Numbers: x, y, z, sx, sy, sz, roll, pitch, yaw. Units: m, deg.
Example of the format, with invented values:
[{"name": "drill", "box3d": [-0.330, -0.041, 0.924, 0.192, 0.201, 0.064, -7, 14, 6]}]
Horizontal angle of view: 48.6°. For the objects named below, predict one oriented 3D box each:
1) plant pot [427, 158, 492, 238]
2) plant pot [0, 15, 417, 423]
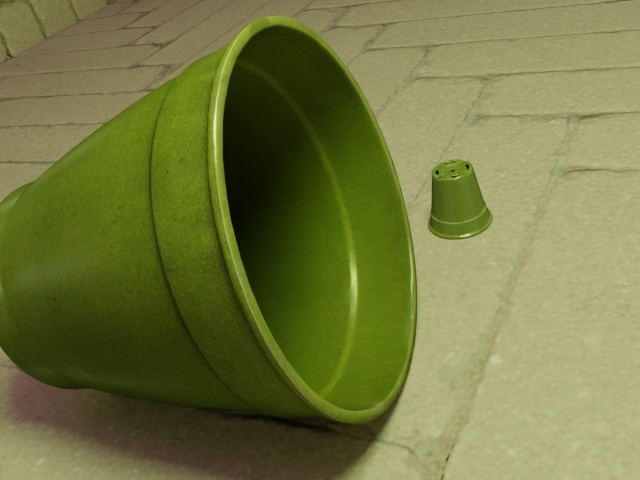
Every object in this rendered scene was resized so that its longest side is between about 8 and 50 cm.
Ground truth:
[{"name": "plant pot", "box3d": [0.171, -0.057, 0.899, 0.083, 0.079, 0.083, -12, 33, 8]}, {"name": "plant pot", "box3d": [-0.134, 0.014, 0.720, 0.353, 0.366, 0.366, -14, 30, 27]}]
